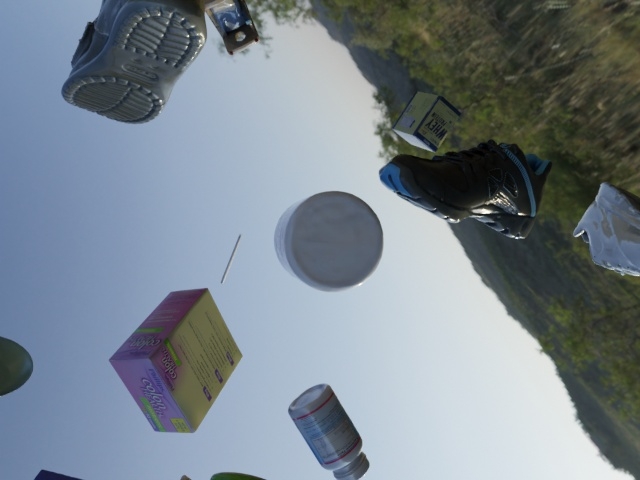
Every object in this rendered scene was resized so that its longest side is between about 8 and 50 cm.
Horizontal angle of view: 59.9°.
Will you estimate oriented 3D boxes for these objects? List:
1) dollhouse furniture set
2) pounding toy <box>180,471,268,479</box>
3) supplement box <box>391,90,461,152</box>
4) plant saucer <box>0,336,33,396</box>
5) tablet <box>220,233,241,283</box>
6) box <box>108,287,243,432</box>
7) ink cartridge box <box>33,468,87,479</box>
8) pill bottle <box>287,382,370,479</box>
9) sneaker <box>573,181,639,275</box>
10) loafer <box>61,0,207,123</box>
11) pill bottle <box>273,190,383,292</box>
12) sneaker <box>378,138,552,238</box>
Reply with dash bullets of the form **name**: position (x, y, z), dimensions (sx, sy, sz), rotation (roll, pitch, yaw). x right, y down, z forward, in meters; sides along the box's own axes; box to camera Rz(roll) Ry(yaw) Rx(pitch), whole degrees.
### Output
- **dollhouse furniture set**: position (-0.118, -0.443, 0.965), dimensions (0.129, 0.184, 0.129), rotation (50, -163, -66)
- **pounding toy**: position (-0.189, 0.598, 1.222), dimensions (0.183, 0.237, 0.110), rotation (48, -141, -34)
- **supplement box**: position (0.187, -0.212, 0.989), dimensions (0.056, 0.083, 0.083), rotation (30, -174, -30)
- **plant saucer**: position (-0.667, 0.254, 1.078), dimensions (0.195, 0.037, 0.195), rotation (20, -159, -8)
- **tablet**: position (-0.148, 0.030, 0.923), dimensions (0.006, 0.083, 0.054), rotation (22, -177, -9)
- **box**: position (-0.313, 0.265, 1.252), dimensions (0.213, 0.117, 0.243), rotation (68, -151, -25)
- **ink cartridge box**: position (-0.392, 0.468, 0.763), dimensions (0.307, 0.304, 0.072), rotation (-66, -32, -43)
- **pill bottle**: position (0.018, 0.337, 0.965), dimensions (0.160, 0.087, 0.087), rotation (59, -167, -5)
- **sneaker**: position (0.540, 0.015, 0.942), dimensions (0.111, 0.129, 0.297), rotation (24, -155, -14)
- **loafer**: position (-0.176, -0.186, 0.536), dimensions (0.094, 0.251, 0.087), rotation (18, -111, -37)
- **pill bottle**: position (0.000, 0.000, 1.033), dimensions (0.169, 0.169, 0.301), rotation (45, 173, -7)
- **sneaker**: position (0.228, -0.100, 0.856), dimensions (0.341, 0.139, 0.125), rotation (7, -157, -40)
